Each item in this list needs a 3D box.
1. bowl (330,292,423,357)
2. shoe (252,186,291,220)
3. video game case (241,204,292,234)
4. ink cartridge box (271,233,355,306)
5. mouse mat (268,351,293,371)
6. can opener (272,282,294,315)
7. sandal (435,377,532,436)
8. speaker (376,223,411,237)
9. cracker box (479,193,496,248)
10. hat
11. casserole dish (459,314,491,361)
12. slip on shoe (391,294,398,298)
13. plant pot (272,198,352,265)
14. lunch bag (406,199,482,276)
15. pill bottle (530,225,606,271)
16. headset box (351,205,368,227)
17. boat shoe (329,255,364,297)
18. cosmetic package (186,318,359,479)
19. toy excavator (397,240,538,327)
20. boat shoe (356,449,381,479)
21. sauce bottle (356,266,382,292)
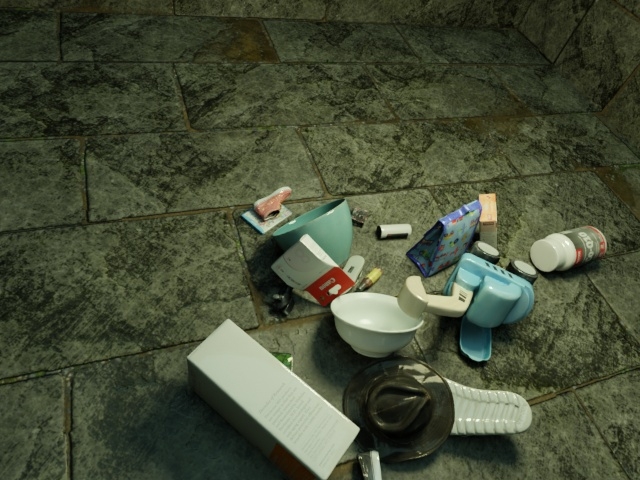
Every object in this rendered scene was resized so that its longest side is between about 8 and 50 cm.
[{"bbox_3d":[0.174,0.284,1.481,0.298,0.134,0.298,5,16,-2],"label":"bowl"},{"bbox_3d":[-0.172,-0.142,1.794,0.178,0.063,0.081,-30,66,-27],"label":"shoe"},{"bbox_3d":[-0.210,-0.101,1.798,0.119,0.015,0.166,39,53,16],"label":"video game case"},{"bbox_3d":[-0.028,0.114,1.516,0.232,0.189,0.066,48,40,-1],"label":"ink cartridge box"},{"bbox_3d":[-0.179,0.410,1.403,0.190,0.007,0.152,6,51,-9],"label":"mouse mat"},{"bbox_3d":[-0.117,0.173,1.588,0.059,0.073,0.186,-11,40,27],"label":"can opener"},{"bbox_3d":[0.427,0.526,1.416,0.416,0.102,0.169,9,64,10],"label":"sandal"},{"bbox_3d":[0.297,-0.039,1.860,0.136,0.055,0.055,-3,53,-18],"label":"speaker"},{"bbox_3d":[0.681,-0.054,1.860,0.067,0.232,0.155,-2,47,20],"label":"cracker box"},{"bbox_3d":[0.231,0.474,1.328,0.331,0.134,0.331,-2,62,4],"label":"hat"},{"bbox_3d":[0.547,0.350,1.628,0.114,0.037,0.188,19,49,1],"label":"casserole dish"},{"bbox_3d":[0.305,0.215,1.667,0.135,0.041,0.051,-2,53,-16],"label":"slip on shoe"},{"bbox_3d":[0.000,0.000,1.638,0.290,0.290,0.195,-34,103,-34],"label":"plant pot"},{"bbox_3d":[0.494,-0.024,1.745,0.221,0.293,0.138,-22,61,-29],"label":"lunch bag"},{"bbox_3d":[1.043,0.039,1.929,0.283,0.161,0.161,-12,56,-23],"label":"pill bottle"},{"bbox_3d":[0.157,-0.100,1.886,0.062,0.032,0.083,22,51,3],"label":"headset box"},{"bbox_3d":[0.099,0.143,1.644,0.078,0.070,0.219,19,42,25],"label":"boat shoe"},{"bbox_3d":[-0.142,0.446,1.234,0.453,0.230,0.161,36,54,14],"label":"cosmetic package"},{"bbox_3d":[0.504,0.180,1.544,0.433,0.222,0.445,27,29,9],"label":"toy excavator"},{"bbox_3d":[0.130,0.686,1.225,0.076,0.080,0.228,-5,55,3],"label":"boat shoe"},{"bbox_3d":[0.179,0.147,1.687,0.042,0.042,0.128,40,51,17],"label":"sauce bottle"}]
